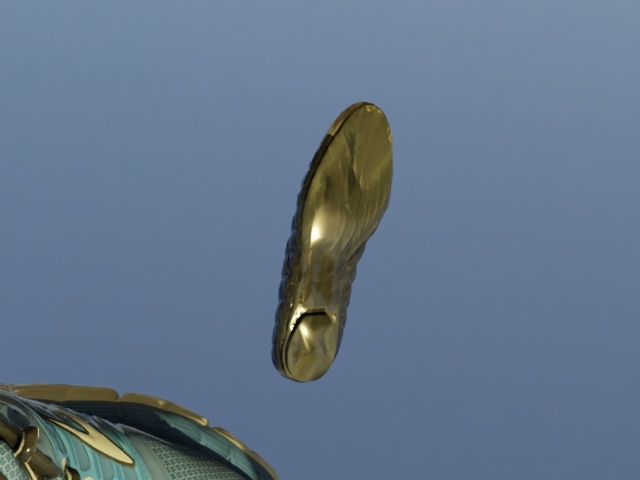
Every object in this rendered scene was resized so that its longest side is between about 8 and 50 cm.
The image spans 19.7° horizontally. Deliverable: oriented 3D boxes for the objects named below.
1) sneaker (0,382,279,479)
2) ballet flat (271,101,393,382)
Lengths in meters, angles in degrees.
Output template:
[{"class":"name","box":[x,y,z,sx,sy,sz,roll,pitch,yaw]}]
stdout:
[{"class":"sneaker","box":[-0.137,0.123,0.801,0.330,0.130,0.147,25,-169,-21]},{"class":"ballet flat","box":[0.000,0.000,1.084,0.057,0.173,0.049,10,-167,-27]}]
